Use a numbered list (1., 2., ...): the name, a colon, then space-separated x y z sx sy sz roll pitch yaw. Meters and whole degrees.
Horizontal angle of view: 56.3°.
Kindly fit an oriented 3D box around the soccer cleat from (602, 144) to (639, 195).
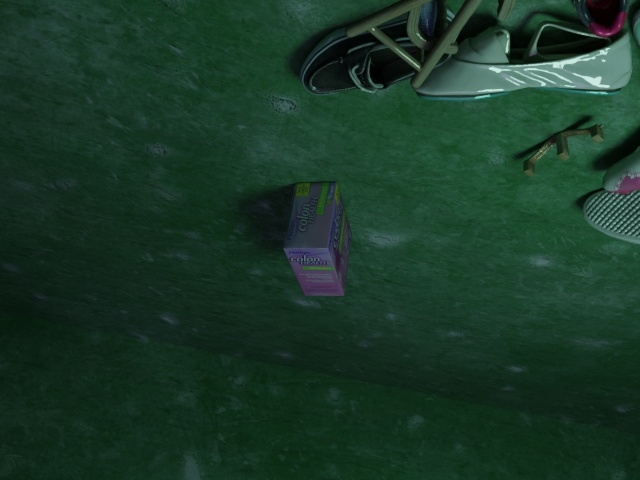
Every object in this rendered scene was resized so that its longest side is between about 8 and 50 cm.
1. soccer cleat: 0.734 -0.210 1.245 0.331 0.116 0.143 -25 112 43

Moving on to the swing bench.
1. swing bench: 0.184 -0.420 0.894 0.165 0.253 0.255 28 143 -28

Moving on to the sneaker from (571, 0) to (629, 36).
1. sneaker: 0.424 -0.453 0.919 0.121 0.111 0.299 -15 139 32

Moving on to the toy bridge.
1. toy bridge: 0.531 -0.208 1.311 0.026 0.063 0.188 28 144 -28

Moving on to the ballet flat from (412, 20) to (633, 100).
1. ballet flat: 0.372 -0.341 1.111 0.401 0.139 0.139 0 146 6

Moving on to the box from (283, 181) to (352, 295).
1. box: 0.000 0.000 1.611 0.118 0.213 0.243 -1 145 15

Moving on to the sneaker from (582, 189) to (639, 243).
1. sneaker: 0.824 -0.037 1.422 0.366 0.135 0.150 13 173 31

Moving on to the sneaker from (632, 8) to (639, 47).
1. sneaker: 0.644 -0.302 1.063 0.256 0.151 0.094 34 141 -32

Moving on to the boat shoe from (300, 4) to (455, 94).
1. boat shoe: 0.096 -0.347 1.146 0.336 0.119 0.121 -16 140 33
